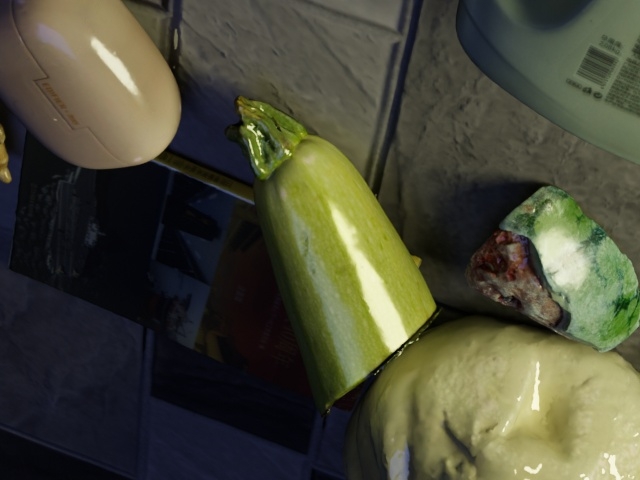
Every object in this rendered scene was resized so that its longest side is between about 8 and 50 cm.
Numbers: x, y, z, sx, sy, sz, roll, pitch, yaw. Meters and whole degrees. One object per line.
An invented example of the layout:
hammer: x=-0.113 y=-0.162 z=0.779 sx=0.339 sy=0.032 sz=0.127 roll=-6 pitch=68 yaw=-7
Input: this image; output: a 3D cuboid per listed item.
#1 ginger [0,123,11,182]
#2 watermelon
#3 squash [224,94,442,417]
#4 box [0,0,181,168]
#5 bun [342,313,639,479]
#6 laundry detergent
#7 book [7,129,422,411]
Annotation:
ginger: x=-0.367 y=-0.115 z=1.659 sx=0.176 sy=0.052 sz=0.193 roll=-11 pitch=140 yaw=40
watermelon: x=0.182 y=0.039 z=1.519 sx=0.139 sy=0.071 sz=0.187 roll=-3 pitch=137 yaw=40
squash: x=0.016 y=-0.004 z=1.521 sx=0.137 sy=0.137 sz=0.287 roll=-3 pitch=116 yaw=33
box: x=-0.201 y=-0.141 z=1.490 sx=0.146 sy=0.088 sz=0.200 roll=-7 pitch=136 yaw=35
bun: x=0.170 y=0.239 z=1.658 sx=0.360 sy=0.211 sz=0.359 roll=16 pitch=145 yaw=11
laundry detergent: x=0.246 y=-0.211 z=1.104 sx=0.264 sy=0.124 sz=0.398 roll=24 pitch=144 yaw=2
book: x=-0.111 y=0.020 z=1.702 sx=0.374 sy=0.028 sz=0.262 roll=23 pitch=143 yaw=2
